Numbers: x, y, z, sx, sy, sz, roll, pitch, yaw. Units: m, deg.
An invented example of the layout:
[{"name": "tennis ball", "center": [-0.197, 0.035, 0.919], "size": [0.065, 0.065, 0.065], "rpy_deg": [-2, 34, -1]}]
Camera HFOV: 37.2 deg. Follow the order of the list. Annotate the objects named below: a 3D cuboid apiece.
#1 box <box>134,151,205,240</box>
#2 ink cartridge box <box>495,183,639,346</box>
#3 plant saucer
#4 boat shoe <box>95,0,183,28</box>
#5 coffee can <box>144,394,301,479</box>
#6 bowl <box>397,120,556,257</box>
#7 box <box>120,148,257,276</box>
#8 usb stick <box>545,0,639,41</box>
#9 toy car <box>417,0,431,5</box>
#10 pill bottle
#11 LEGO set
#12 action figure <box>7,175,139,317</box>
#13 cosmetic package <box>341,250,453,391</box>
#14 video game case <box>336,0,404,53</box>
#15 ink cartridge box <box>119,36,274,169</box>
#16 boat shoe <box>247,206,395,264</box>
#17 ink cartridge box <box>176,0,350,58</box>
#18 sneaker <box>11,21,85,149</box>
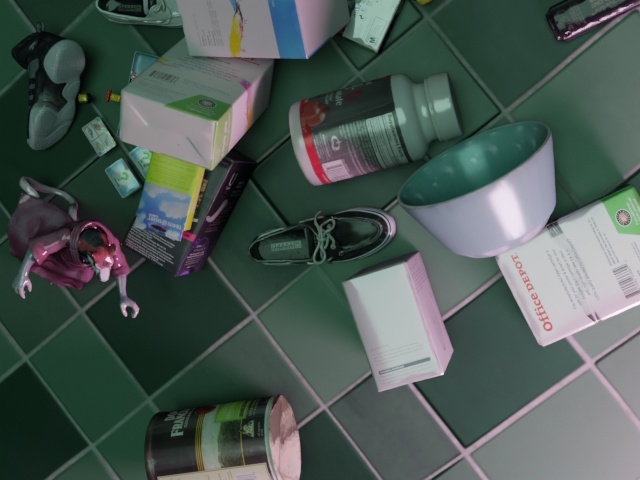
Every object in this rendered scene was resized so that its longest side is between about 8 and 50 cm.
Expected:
[{"name": "box", "center": [-0.295, -0.099, 1.879], "size": [0.109, 0.042, 0.178], "rpy_deg": [17, 98, 12]}, {"name": "ink cartridge box", "center": [0.510, 0.046, 1.836], "size": [0.289, 0.121, 0.211], "rpy_deg": [-26, 89, 14]}, {"name": "plant saucer", "center": [-0.392, -0.310, 2.069], "size": [0.067, 0.018, 0.192], "rpy_deg": [16, 99, 11]}, {"name": "boat shoe", "center": [-0.348, -0.494, 2.008], "size": [0.258, 0.084, 0.095], "rpy_deg": [-4, 93, 13]}, {"name": "coffee can", "center": [-0.201, 0.441, 1.993], "size": [0.275, 0.201, 0.201], "rpy_deg": [-11, 92, 13]}, {"name": "bowl", "center": [0.320, -0.081, 1.805], "size": [0.311, 0.311, 0.163], "rpy_deg": [-26, 107, 14]}, {"name": "box", "center": [-0.272, -0.079, 1.984], "size": [0.143, 0.165, 0.270], "rpy_deg": [30, 100, 10]}, {"name": "usb stick", "center": [0.571, -0.471, 1.820], "size": [0.278, 0.045, 0.077], "rpy_deg": [-25, 95, 14]}, {"name": "toy car", "center": [0.143, -0.597, 1.858], "size": [0.239, 0.053, 0.225], "rpy_deg": [21, 99, 10]}, {"name": "pill bottle", "center": [0.112, -0.228, 1.878], "size": [0.318, 0.176, 0.176], "rpy_deg": [-14, 91, 13]}, {"name": "LEGO set", "center": [-0.422, -0.240, 2.045], "size": [0.182, 0.060, 0.244], "rpy_deg": [-33, 86, 10]}, {"name": "action figure", "center": [-0.496, 0.008, 1.981], "size": [0.370, 0.248, 0.275], "rpy_deg": [-5, 71, 54]}, {"name": "cosmetic package", "center": [0.155, 0.152, 1.874], "size": [0.138, 0.224, 0.224], "rpy_deg": [-17, 90, 14]}, {"name": "video game case", "center": [0.075, -0.526, 1.930], "size": [0.210, 0.042, 0.232], "rpy_deg": [26, 100, 10]}, {"name": "ink cartridge box", "center": [-0.227, -0.299, 1.911], "size": [0.207, 0.353, 0.119], "rpy_deg": [19, 129, 12]}, {"name": "boat shoe", "center": [-0.001, -0.004, 1.959], "size": [0.306, 0.105, 0.113], "rpy_deg": [-4, 94, 13]}, {"name": "ink cartridge box", "center": [-0.116, -0.478, 1.838], "size": [0.270, 0.198, 0.197], "rpy_deg": [6, 125, 27]}, {"name": "sneaker", "center": [-0.608, -0.340, 2.080], "size": [0.153, 0.101, 0.268], "rpy_deg": [40, 120, 27]}]
